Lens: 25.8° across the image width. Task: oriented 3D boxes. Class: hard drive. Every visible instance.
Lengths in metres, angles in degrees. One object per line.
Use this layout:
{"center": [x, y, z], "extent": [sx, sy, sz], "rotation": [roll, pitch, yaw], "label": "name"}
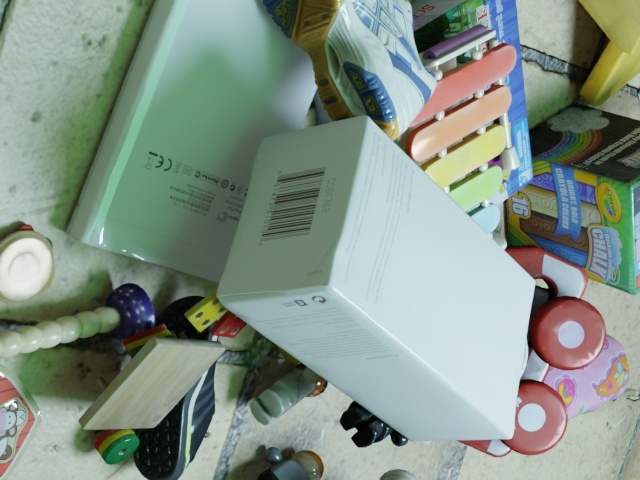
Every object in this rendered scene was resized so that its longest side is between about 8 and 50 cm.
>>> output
{"center": [-0.119, -0.140, 1.543], "extent": [0.233, 0.047, 0.353], "rotation": [19, 94, -44], "label": "hard drive"}

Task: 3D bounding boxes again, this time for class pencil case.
{"center": [0.353, 0.227, 2.152], "extent": [0.284, 0.124, 0.124], "rotation": [-17, 119, -40], "label": "pencil case"}

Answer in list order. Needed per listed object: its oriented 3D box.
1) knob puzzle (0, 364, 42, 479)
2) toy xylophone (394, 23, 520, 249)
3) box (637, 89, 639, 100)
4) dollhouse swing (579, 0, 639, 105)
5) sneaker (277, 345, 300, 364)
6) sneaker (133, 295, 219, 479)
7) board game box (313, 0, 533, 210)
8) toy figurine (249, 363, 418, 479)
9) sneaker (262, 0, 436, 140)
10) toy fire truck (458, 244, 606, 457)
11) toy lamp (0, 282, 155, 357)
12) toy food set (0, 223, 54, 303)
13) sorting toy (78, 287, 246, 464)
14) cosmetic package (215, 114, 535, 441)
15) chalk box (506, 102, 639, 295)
{"center": [-0.372, 0.209, 1.459], "extent": [0.213, 0.030, 0.213], "rotation": [-20, 120, -39], "label": "knob puzzle"}
{"center": [0.180, -0.126, 1.738], "extent": [0.236, 0.081, 0.322], "rotation": [-37, 130, -29], "label": "toy xylophone"}
{"center": [0.653, -0.284, 2.223], "extent": [0.311, 0.121, 0.148], "rotation": [-50, 136, -18], "label": "box"}
{"center": [0.443, -0.422, 1.995], "extent": [0.347, 0.305, 0.315], "rotation": [-39, 90, -27], "label": "dollhouse swing"}
{"center": [-0.026, 0.085, 1.745], "extent": [0.059, 0.053, 0.144], "rotation": [-30, 135, -33], "label": "sneaker"}
{"center": [-0.164, 0.172, 1.641], "extent": [0.097, 0.084, 0.234], "rotation": [-13, 120, -69], "label": "sneaker"}
{"center": [0.141, -0.147, 1.799], "extent": [0.318, 0.066, 0.318], "rotation": [-35, 129, -30], "label": "board game box"}
{"center": [0.023, 0.257, 1.757], "extent": [0.148, 0.210, 0.213], "rotation": [-27, 120, -55], "label": "toy figurine"}
{"center": [0.029, -0.254, 1.519], "extent": [0.131, 0.112, 0.296], "rotation": [-42, 118, -39], "label": "sneaker"}
{"center": [0.230, 0.142, 1.922], "extent": [0.254, 0.169, 0.302], "rotation": [24, 91, -8], "label": "toy fire truck"}
{"center": [-0.300, 0.101, 1.446], "extent": [0.275, 0.080, 0.080], "rotation": [-11, 115, -47], "label": "toy lamp"}
{"center": [-0.311, 0.026, 1.447], "extent": [0.083, 0.020, 0.082], "rotation": [-24, 123, -37], "label": "toy food set"}
{"center": [-0.186, 0.139, 1.525], "extent": [0.274, 0.046, 0.132], "rotation": [-48, 155, 17], "label": "sorting toy"}
{"center": [0.079, 0.057, 1.561], "extent": [0.385, 0.156, 0.217], "rotation": [43, 50, -41], "label": "cosmetic package"}
{"center": [0.426, -0.054, 1.966], "extent": [0.180, 0.289, 0.179], "rotation": [-30, 127, -33], "label": "chalk box"}
